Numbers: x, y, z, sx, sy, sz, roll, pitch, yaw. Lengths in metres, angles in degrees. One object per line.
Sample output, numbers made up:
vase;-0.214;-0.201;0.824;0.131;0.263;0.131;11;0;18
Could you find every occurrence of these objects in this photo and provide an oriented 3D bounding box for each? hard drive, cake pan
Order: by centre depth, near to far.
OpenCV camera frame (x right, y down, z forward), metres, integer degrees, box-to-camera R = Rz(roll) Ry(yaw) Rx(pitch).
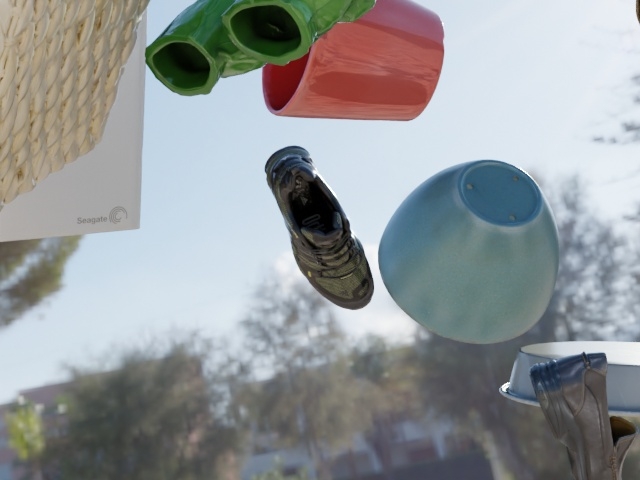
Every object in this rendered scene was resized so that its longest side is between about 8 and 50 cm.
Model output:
cake pan;0.354;0.155;1.359;0.293;0.054;0.293;1;1;0
hard drive;-0.338;-0.181;1.549;0.233;0.353;0.047;-6;16;-40

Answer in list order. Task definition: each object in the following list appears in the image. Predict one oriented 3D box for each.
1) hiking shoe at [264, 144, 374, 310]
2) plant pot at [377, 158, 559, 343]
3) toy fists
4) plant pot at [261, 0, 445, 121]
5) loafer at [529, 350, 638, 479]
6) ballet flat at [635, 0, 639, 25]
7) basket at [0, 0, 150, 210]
hiking shoe;0.000;0.000;1.420;0.086;0.227;0.114;-29;19;3
plant pot;0.252;-0.013;1.838;0.290;0.290;0.195;-7;-35;-18
toy fists;-0.055;-0.227;1.192;0.279;0.096;0.142;-10;36;52
plant pot;0.058;-0.315;1.968;0.243;0.275;0.275;11;-22;-21
loafer;0.222;0.162;0.930;0.061;0.170;0.062;-23;25;11
ballet flat;0.640;-0.310;2.115;0.124;0.342;0.116;-4;-13;-41
basket;-0.357;-0.223;1.170;0.331;0.266;0.328;-63;-5;31
